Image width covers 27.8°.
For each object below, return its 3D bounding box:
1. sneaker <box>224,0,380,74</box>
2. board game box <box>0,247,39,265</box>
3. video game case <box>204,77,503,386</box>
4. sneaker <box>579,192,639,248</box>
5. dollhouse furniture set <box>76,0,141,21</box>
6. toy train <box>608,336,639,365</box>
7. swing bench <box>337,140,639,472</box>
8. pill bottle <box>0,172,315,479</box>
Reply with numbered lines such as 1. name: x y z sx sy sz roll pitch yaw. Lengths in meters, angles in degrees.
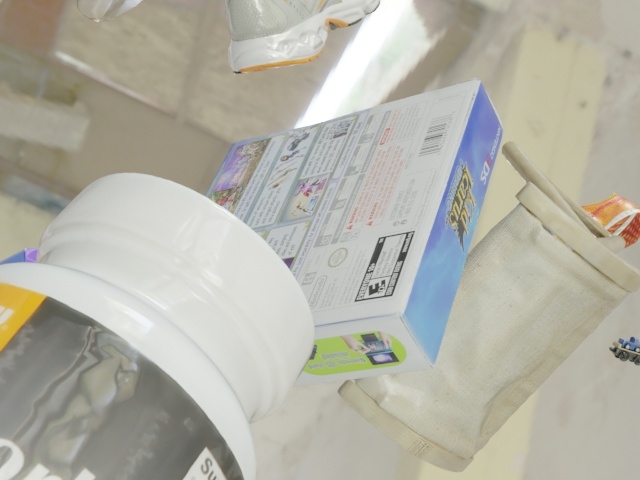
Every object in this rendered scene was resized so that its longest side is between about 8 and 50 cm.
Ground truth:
1. sneaker: -0.017 -0.249 1.196 0.262 0.099 0.121 -56 137 -59
2. board game box: -0.334 0.158 1.325 0.347 0.078 0.233 -20 -108 51
3. video game case: 0.000 0.000 1.010 0.244 0.061 0.269 -10 -143 30
4. sneaker: 0.283 -0.001 1.455 0.067 0.175 0.064 41 -37 48
5. dollhouse furniture set: -0.195 -0.103 0.596 0.303 0.198 0.286 -53 -174 27
6. toy train: 0.477 0.164 1.802 0.027 0.158 0.036 -133 -122 -78
7. swing bench: 0.164 0.067 1.233 0.253 0.165 0.255 -48 -174 14
8. pill bottle: -0.125 0.110 0.522 0.278 0.162 0.162 -55 -177 -34
